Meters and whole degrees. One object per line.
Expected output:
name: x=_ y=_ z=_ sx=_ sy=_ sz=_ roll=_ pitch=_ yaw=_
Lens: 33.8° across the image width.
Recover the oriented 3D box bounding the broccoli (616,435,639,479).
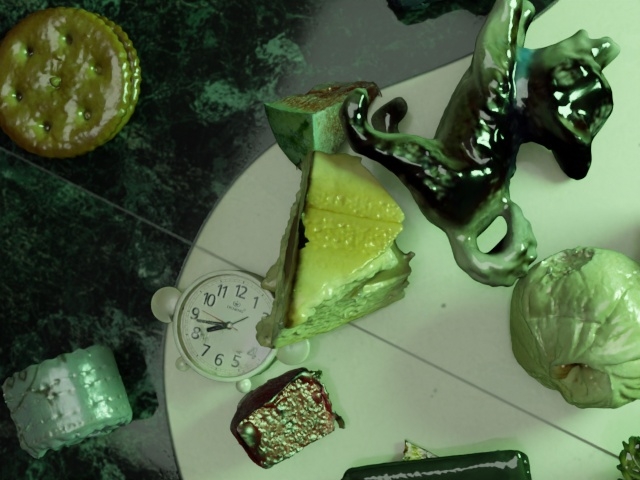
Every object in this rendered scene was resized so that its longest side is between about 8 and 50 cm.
broccoli: x=0.485 y=0.345 z=1.228 sx=0.288 sy=0.245 sz=0.248 roll=3 pitch=96 yaw=14

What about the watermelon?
watermelon: x=-0.006 y=-0.176 z=1.413 sx=0.098 sy=0.121 sz=0.158 roll=31 pitch=87 yaw=31

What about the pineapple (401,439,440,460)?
pineapple: x=0.142 y=0.302 z=1.399 sx=0.083 sy=0.019 sz=0.045 roll=22 pitch=84 yaw=11

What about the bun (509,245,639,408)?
bun: x=0.325 y=0.121 z=1.294 sx=0.220 sy=0.134 sz=0.220 roll=16 pitch=128 yaw=22

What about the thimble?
thimble: x=-0.340 y=0.218 z=1.425 sx=0.151 sy=0.127 sz=0.118 roll=-22 pitch=82 yaw=12

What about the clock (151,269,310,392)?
clock: x=-0.120 y=0.118 z=1.433 sx=0.229 sy=0.063 sz=0.156 roll=16 pitch=92 yaw=12

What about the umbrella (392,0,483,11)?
umbrella: x=0.206 y=-0.347 z=1.417 sx=0.248 sy=0.071 sz=0.071 roll=-3 pitch=86 yaw=5

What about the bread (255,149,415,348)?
bread: x=-0.012 y=0.000 z=1.335 sx=0.224 sy=0.183 sz=0.211 roll=-26 pitch=73 yaw=-23

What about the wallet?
wallet: x=0.157 y=0.357 z=1.369 sx=0.245 sy=0.052 sz=0.169 roll=-9 pitch=102 yaw=12

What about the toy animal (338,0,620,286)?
toy animal: x=0.240 y=-0.133 z=1.324 sx=0.344 sy=0.194 sz=0.303 roll=-38 pitch=78 yaw=2

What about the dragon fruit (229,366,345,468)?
dragon fruit: x=-0.057 y=0.239 z=1.406 sx=0.147 sy=0.096 sz=0.102 roll=-28 pitch=93 yaw=-25

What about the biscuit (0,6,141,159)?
biscuit: x=-0.362 y=-0.222 z=1.492 sx=0.220 sy=0.066 sz=0.220 roll=0 pitch=89 yaw=11
